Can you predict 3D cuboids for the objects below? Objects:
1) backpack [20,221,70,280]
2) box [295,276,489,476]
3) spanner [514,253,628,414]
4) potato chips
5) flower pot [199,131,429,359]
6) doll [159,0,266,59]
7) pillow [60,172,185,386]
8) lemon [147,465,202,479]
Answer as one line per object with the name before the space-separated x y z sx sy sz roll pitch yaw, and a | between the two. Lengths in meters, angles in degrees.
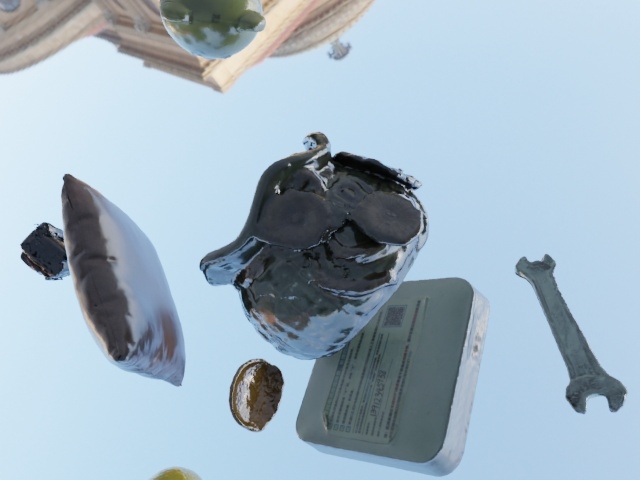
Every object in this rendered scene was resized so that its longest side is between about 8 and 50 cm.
backpack | -0.594 0.034 1.274 0.120 0.165 0.106 43 -103 0
box | 0.149 0.277 1.234 0.397 0.111 0.395 -8 -128 44
spanner | 0.332 0.112 0.778 0.071 0.017 0.302 -20 -148 16
potato chips | -0.168 0.388 1.435 0.049 0.150 0.201 -41 -158 35
flower pot | 0.000 0.000 0.765 0.301 0.213 0.302 -52 -177 4
doll | -0.201 -0.426 1.033 0.177 0.161 0.260 3 -147 -17
pillow | -0.316 0.082 0.926 0.109 0.305 0.307 -22 -108 -5
lemon | -0.350 0.630 1.341 0.178 0.178 0.203 -42 -151 -3
